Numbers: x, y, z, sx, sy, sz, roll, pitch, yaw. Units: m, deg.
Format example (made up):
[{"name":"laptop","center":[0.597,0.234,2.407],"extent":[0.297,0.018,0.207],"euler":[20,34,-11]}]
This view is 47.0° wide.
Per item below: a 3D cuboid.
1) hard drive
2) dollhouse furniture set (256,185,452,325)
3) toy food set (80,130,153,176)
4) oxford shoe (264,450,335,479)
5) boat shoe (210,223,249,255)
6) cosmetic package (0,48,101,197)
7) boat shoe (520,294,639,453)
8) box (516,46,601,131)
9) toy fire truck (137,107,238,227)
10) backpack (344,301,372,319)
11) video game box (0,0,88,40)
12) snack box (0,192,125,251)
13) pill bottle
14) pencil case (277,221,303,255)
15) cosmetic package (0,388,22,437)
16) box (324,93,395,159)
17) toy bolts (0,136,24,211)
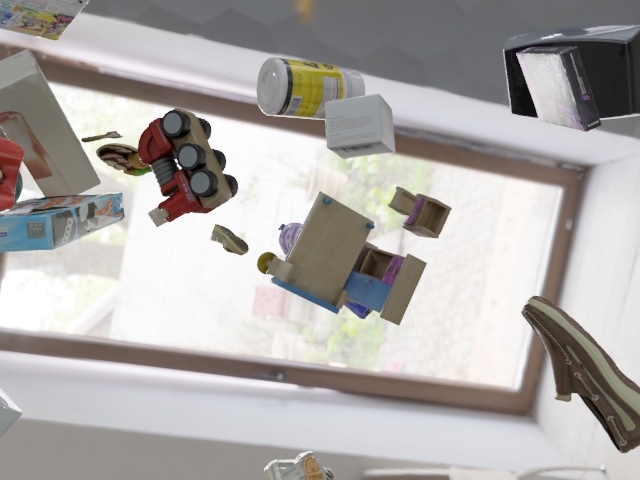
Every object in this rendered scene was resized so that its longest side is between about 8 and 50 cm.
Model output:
[{"name":"hard drive","center":[0.450,-0.296,1.326],"extent":[0.255,0.054,0.172],"euler":[10,121,43]},{"name":"dollhouse furniture set","center":[0.039,-0.012,1.445],"extent":[0.198,0.303,0.286],"euler":[19,84,61]},{"name":"toy food set","center":[-0.462,-0.188,1.723],"extent":[0.192,0.132,0.038],"euler":[39,-129,-55]},{"name":"oxford shoe","center":[-0.025,0.553,1.621],"extent":[0.449,0.130,0.169],"euler":[79,172,-66]},{"name":"boat shoe","center":[-0.222,0.008,1.771],"extent":[0.153,0.056,0.048],"euler":[35,101,47]},{"name":"cosmetic package","center":[-0.613,-0.242,1.607],"extent":[0.153,0.129,0.296],"euler":[49,162,49]},{"name":"boat shoe","center":[0.376,0.197,1.070],"extent":[0.095,0.257,0.095],"euler":[-42,-15,-1]},{"name":"box","center":[0.340,-0.221,1.058],"extent":[0.162,0.029,0.116],"euler":[-109,-6,-74]},{"name":"toy fire truck","center":[-0.322,-0.133,1.589],"extent":[0.217,0.246,0.158],"euler":[64,-162,9]},{"name":"backpack","center":[0.113,0.121,1.838],"extent":[0.120,0.098,0.101],"euler":[-45,-19,-14]},{"name":"video game box","center":[-0.553,-0.448,1.357],"extent":[0.187,0.205,0.048],"euler":[-24,69,46]},{"name":"snack box","center":[-0.492,-0.036,1.300],"extent":[0.322,0.187,0.060],"euler":[-62,-31,-78]},{"name":"pill bottle","center":[-0.018,-0.314,1.545],"extent":[0.119,0.209,0.119],"euler":[2,92,58]},{"name":"pencil case","center":[0.000,0.000,1.563],"extent":[0.206,0.086,0.088],"euler":[5,44,49]},{"name":"cosmetic package","center":[-0.804,0.327,1.423],"extent":[0.284,0.377,0.097],"euler":[-52,-27,-10]},{"name":"box","center":[0.070,-0.198,1.296],"extent":[0.102,0.101,0.087],"euler":[15,-109,-71]},{"name":"toy bolts","center":[-0.531,-0.123,1.034],"extent":[0.158,0.229,0.218],"euler":[-15,60,61]}]
